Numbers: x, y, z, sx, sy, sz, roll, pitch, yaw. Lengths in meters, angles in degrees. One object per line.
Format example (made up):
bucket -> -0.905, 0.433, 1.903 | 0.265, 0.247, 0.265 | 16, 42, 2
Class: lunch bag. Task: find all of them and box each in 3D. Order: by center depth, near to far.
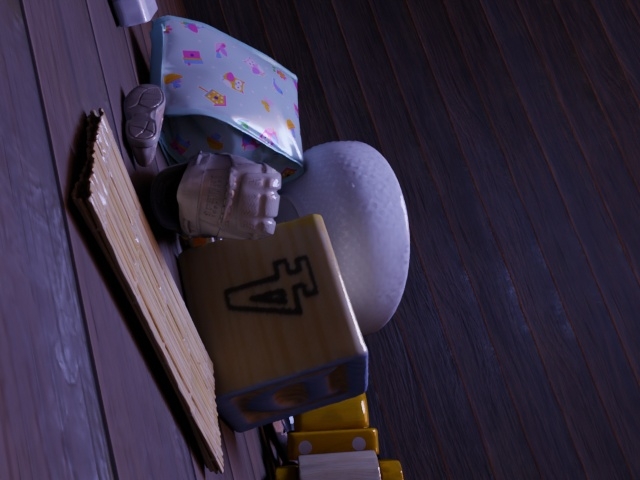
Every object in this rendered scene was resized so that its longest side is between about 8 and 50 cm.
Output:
lunch bag -> -0.164, -0.213, 0.972 | 0.262, 0.160, 0.224 | 25, 48, -42

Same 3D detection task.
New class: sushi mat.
sushi mat -> -0.141, 0.053, 0.534 | 0.151, 0.019, 0.317 | -110, -175, -54

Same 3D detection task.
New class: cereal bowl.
cereal bowl -> 0.000, 0.000, 1.034 | 0.339, 0.141, 0.339 | 11, -78, 60

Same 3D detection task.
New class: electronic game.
electronic game -> -0.094, 0.393, 1.336 | 0.229, 0.048, 0.229 | 158, -90, -90

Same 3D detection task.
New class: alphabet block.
alphabet block -> -0.057, 0.112, 0.795 | 0.192, 0.193, 0.197 | 85, -12, -61

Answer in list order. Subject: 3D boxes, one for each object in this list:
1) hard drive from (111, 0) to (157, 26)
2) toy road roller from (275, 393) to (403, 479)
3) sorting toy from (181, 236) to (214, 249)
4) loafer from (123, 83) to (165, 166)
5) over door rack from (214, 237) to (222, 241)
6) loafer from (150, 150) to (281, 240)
hard drive -> -0.305, -0.486, 0.828 | 0.233, 0.047, 0.353 | -114, -170, -63
toy road roller -> 0.019, 0.369, 1.094 | 0.329, 0.202, 0.241 | 101, -14, -74
sorting toy -> -0.170, 0.015, 0.866 | 0.083, 0.044, 0.075 | -118, -160, -68
loafer -> -0.198, -0.131, 0.683 | 0.125, 0.045, 0.039 | -101, -164, -47
over door rack -> -0.135, 0.105, 1.184 | 0.239, 0.108, 0.325 | -117, -167, -73
loafer -> -0.141, -0.056, 0.707 | 0.319, 0.111, 0.112 | -176, -87, -68
